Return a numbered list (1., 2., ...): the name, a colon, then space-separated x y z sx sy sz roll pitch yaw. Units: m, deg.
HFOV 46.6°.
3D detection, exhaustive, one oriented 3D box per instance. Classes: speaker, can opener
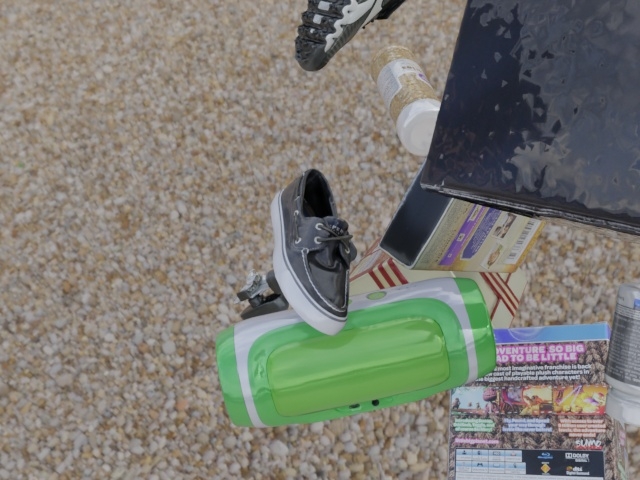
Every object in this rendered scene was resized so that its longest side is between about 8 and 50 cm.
1. speaker: 0.039 0.126 0.841 0.297 0.131 0.131 -12 54 0
2. can opener: -0.045 0.067 1.239 0.280 0.093 0.074 -27 16 44

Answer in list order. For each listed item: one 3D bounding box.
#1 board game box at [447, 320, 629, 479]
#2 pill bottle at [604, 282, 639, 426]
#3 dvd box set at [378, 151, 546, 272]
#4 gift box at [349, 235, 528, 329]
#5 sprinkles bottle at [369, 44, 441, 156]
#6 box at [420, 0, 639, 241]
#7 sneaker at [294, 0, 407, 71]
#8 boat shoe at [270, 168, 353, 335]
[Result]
1. board game box: 0.321 0.283 1.096 0.232 0.141 0.291 -6 63 28
2. pill bottle: 0.336 0.117 0.762 0.078 0.078 0.137 9 97 15
3. dvd box set: 0.265 -0.097 1.041 0.062 0.420 0.307 36 106 28
4. gift box: 0.213 0.101 1.399 0.258 0.276 0.255 53 41 -7
5. sprinkles bottle: 0.205 -0.334 1.728 0.121 0.121 0.355 -13 38 0
6. box: 0.291 -0.076 0.560 0.294 0.296 0.182 19 97 57
7. sneaker: 0.059 -0.293 0.883 0.078 0.106 0.234 35 97 50
8. boat shoe: 0.000 0.000 0.799 0.076 0.080 0.228 -49 28 25
